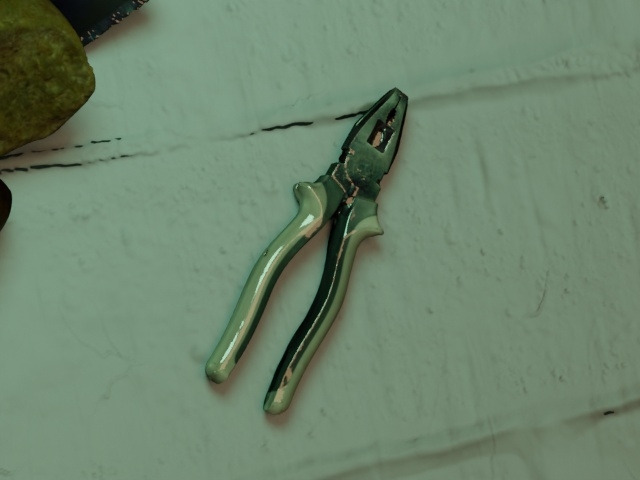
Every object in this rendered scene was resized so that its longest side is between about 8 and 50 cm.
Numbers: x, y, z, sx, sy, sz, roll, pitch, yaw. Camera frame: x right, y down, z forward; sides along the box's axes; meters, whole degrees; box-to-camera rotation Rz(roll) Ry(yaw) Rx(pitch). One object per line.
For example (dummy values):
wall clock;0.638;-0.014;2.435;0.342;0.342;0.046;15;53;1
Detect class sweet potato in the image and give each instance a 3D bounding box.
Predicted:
sweet potato;-0.343;-0.227;1.243;0.158;0.158;0.369;-40;94;-20

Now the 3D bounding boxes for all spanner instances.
spanner;0.000;0.000;1.419;0.096;0.040;0.324;32;76;-18

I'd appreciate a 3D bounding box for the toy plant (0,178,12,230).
toy plant;-0.321;0.012;1.257;0.093;0.093;0.162;31;75;-18

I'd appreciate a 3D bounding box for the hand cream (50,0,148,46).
hand cream;-0.263;-0.288;1.318;0.120;0.061;0.270;-36;104;4
